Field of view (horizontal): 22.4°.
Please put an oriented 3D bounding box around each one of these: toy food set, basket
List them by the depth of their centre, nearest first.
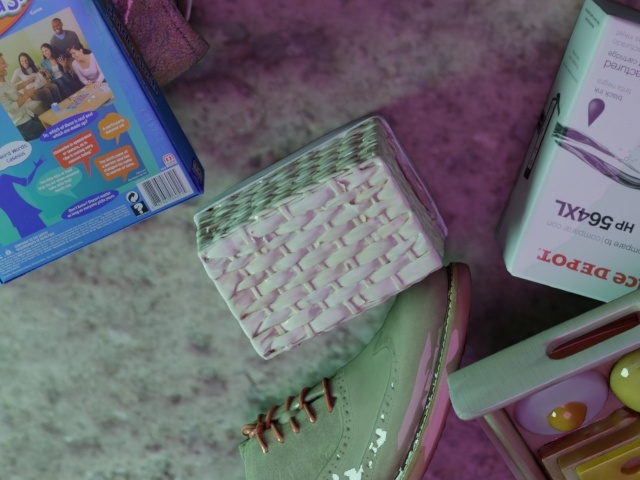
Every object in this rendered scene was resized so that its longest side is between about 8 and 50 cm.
[{"bbox_3d":[0.000,0.000,1.191,0.167,0.103,0.113,-28,107,10],"label":"basket"},{"bbox_3d":[0.242,0.143,1.195,0.220,0.092,0.306,-26,140,8],"label":"toy food set"}]

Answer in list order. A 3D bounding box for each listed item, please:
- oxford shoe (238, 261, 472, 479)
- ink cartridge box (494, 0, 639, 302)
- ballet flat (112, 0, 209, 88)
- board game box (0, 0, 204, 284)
[{"bbox_3d":[0.007,0.157,1.241,0.130,0.123,0.348,23,108,-7],"label":"oxford shoe"},{"bbox_3d":[0.233,-0.057,1.184,0.148,0.086,0.203,16,108,-7],"label":"ink cartridge box"},{"bbox_3d":[-0.148,-0.252,1.110,0.106,0.107,0.316,-20,116,-11],"label":"ballet flat"},{"bbox_3d":[-0.195,-0.094,1.089,0.160,0.047,0.210,-23,114,8],"label":"board game box"}]
